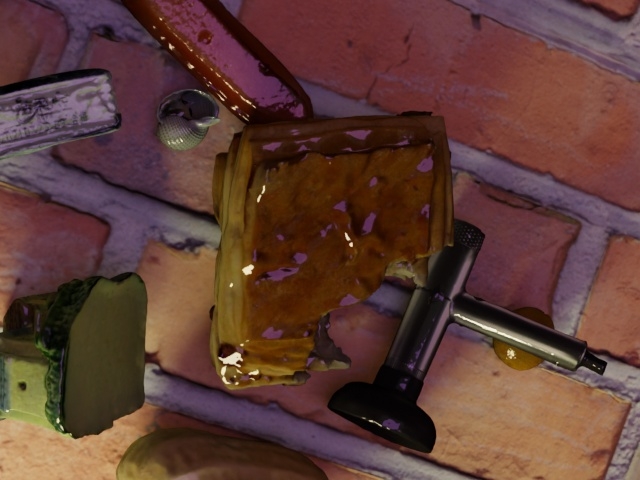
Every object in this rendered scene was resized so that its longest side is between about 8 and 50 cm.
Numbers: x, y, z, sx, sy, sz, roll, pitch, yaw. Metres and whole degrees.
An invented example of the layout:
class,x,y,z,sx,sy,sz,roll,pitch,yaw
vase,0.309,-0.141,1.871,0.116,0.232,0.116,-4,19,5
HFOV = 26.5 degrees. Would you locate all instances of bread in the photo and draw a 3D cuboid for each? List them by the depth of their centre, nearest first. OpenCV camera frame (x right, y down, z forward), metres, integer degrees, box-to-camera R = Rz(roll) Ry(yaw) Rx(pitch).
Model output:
class,x,y,z,sx,sy,sz,roll,pitch,yaw
bread,0.000,0.000,1.774,0.314,0.191,0.370,-5,114,-21

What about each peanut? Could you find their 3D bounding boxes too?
class,x,y,z,sx,sy,sz,roll,pitch,yaw
peanut,-0.104,0.339,1.793,0.340,0.174,0.158,10,127,-20

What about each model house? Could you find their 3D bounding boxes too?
class,x,y,z,sx,sy,sz,roll,pitch,yaw
model house,-0.341,0.132,1.675,0.189,0.214,0.195,3,99,21

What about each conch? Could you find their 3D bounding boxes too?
class,x,y,z,sx,sy,sz,roll,pitch,yaw
conch,-0.175,-0.156,1.771,0.085,0.056,0.076,-16,85,-15

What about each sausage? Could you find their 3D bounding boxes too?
class,x,y,z,sx,sy,sz,roll,pitch,yaw
sausage,-0.134,-0.247,1.752,0.330,0.102,0.102,43,84,-18

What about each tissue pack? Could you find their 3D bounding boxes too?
class,x,y,z,sx,sy,sz,roll,pitch,yaw
tissue pack,-0.346,-0.147,1.617,0.185,0.257,0.081,-16,98,-14

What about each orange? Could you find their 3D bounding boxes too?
class,x,y,z,sx,sy,sz,roll,pitch,yaw
orange,0.289,0.138,1.927,0.085,0.085,0.095,46,71,-16

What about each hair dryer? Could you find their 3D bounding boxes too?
class,x,y,z,sx,sy,sz,roll,pitch,yaw
hair dryer,0.207,0.160,1.826,0.284,0.156,0.320,29,82,28
